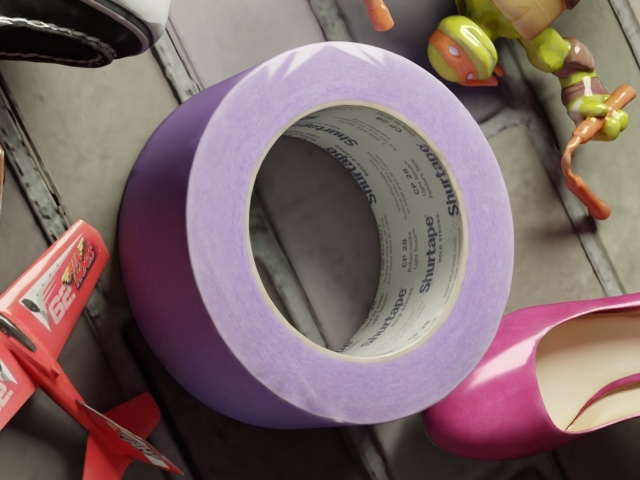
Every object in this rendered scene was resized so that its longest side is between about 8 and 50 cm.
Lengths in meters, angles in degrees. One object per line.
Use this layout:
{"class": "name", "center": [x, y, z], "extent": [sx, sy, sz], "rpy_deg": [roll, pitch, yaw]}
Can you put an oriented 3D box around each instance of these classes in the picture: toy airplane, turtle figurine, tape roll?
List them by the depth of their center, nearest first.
{"class": "toy airplane", "center": [-0.125, 0.064, 0.724], "extent": [0.151, 0.028, 0.151], "rpy_deg": [18, 59, -33]}
{"class": "tape roll", "center": [0.000, 0.000, 0.780], "extent": [0.189, 0.080, 0.189], "rpy_deg": [4, 81, -30]}
{"class": "turtle figurine", "center": [0.135, -0.152, 0.865], "extent": [0.217, 0.087, 0.269], "rpy_deg": [-46, 121, -2]}

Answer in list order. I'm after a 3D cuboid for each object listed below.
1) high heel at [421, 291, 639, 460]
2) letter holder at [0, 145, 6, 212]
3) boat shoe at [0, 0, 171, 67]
{"class": "high heel", "center": [0.176, 0.068, 0.852], "extent": [0.244, 0.117, 0.082], "rpy_deg": [-8, 87, -32]}
{"class": "letter holder", "center": [-0.288, 0.060, 0.560], "extent": [0.302, 0.152, 0.214], "rpy_deg": [6, 81, -30]}
{"class": "boat shoe", "center": [-0.211, -0.099, 0.654], "extent": [0.301, 0.108, 0.102], "rpy_deg": [10, 78, -27]}
